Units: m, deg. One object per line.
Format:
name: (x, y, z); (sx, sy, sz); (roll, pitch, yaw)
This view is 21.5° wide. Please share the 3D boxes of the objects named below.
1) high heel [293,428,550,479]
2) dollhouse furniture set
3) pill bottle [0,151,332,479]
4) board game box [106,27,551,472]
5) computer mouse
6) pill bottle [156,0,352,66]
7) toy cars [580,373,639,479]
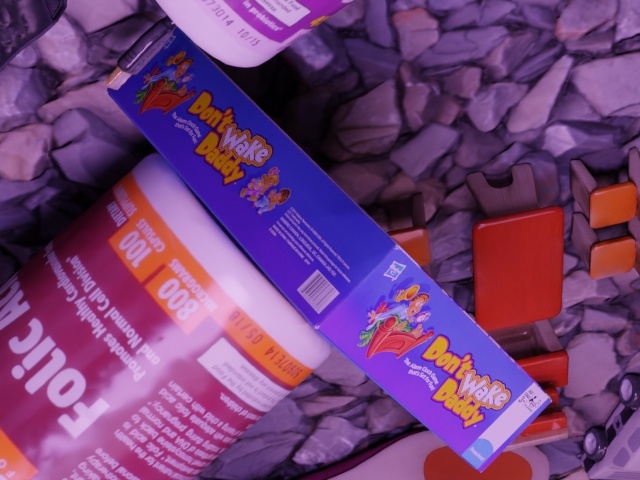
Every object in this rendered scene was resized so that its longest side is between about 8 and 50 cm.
high heel: (0.053, 0.286, 1.816); (0.377, 0.127, 0.181); (-8, 167, -13)
dollhouse furniture set: (0.182, 0.061, 1.547); (0.262, 0.135, 0.259); (-12, 139, -2)
pill bottle: (-0.203, 0.134, 1.370); (0.392, 0.224, 0.224); (-42, 134, 2)
board game box: (0.000, 0.000, 1.270); (0.078, 0.347, 0.233); (-45, 134, 1)
computer mouse: (-0.221, -0.157, 1.234); (0.262, 0.060, 0.184); (-46, 129, 3)
pill bottle: (0.021, -0.261, 1.124); (0.301, 0.169, 0.169); (-33, 135, 21)
toy cars: (0.446, 0.166, 1.771); (0.393, 0.087, 0.176); (-28, 136, 16)
